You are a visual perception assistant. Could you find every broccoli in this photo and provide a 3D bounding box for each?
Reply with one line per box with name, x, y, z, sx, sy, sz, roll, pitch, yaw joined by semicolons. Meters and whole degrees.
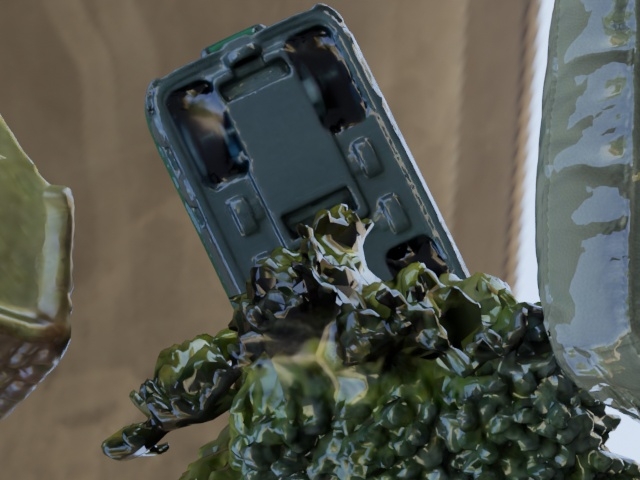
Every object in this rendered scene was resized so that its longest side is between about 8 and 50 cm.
broccoli;0.035;0.148;1.163;0.324;0.272;0.334;-11;-63;-23

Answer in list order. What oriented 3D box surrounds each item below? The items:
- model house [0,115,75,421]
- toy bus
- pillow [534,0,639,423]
model house;-0.319;0.035;1.089;0.321;0.266;0.261;-37;-2;-38
toy bus;0.000;0.000;1.459;0.183;0.343;0.199;-24;-8;-5
pillow;0.207;-0.002;0.813;0.322;0.120;0.255;30;-122;-43
